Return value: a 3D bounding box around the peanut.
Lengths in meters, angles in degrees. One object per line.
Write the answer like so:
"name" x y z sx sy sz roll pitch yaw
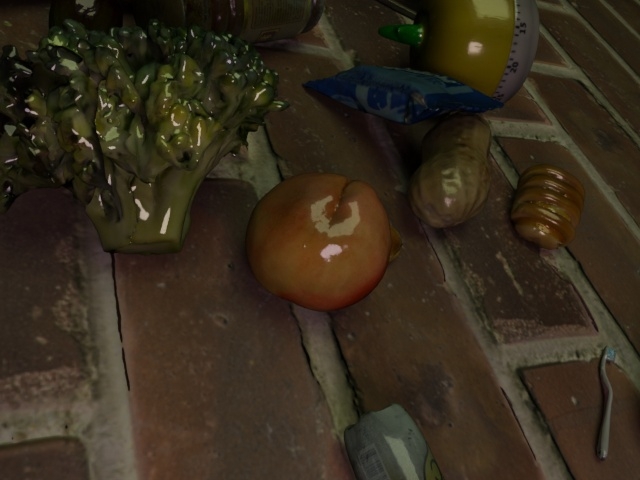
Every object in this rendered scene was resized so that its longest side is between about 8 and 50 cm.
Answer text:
"peanut" 0.219 -0.122 0.986 0.130 0.130 0.290 25 45 -3

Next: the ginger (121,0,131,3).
"ginger" -0.460 -0.454 0.961 0.348 0.122 0.363 21 34 4

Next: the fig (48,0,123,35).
"fig" -0.353 -0.311 0.903 0.109 0.103 0.154 24 65 -65

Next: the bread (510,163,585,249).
"bread" 0.399 -0.061 1.051 0.119 0.084 0.177 29 48 1

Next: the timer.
"timer" 0.244 -0.383 1.151 0.285 0.285 0.285 14 46 -15

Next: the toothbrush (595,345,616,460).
"toothbrush" 0.395 0.219 0.838 0.022 0.017 0.204 18 41 17

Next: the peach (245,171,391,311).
"peach" 0.000 0.000 0.732 0.184 0.184 0.184 14 46 -15

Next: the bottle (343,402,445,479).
"bottle" 0.106 0.294 0.580 0.083 0.083 0.269 -8 57 -31

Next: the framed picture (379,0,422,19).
"framed picture" 0.243 -0.606 1.518 0.289 0.020 0.211 28 44 -1

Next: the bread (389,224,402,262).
"bread" 0.069 -0.008 0.878 0.110 0.024 0.110 14 46 -15

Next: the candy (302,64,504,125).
"candy" 0.129 -0.256 1.032 0.187 0.077 0.331 -16 32 -36

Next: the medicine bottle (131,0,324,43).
"medicine bottle" -0.149 -0.418 1.055 0.322 0.151 0.151 -25 65 -40

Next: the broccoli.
"broccoli" -0.207 -0.140 0.677 0.334 0.324 0.272 -5 62 -15
